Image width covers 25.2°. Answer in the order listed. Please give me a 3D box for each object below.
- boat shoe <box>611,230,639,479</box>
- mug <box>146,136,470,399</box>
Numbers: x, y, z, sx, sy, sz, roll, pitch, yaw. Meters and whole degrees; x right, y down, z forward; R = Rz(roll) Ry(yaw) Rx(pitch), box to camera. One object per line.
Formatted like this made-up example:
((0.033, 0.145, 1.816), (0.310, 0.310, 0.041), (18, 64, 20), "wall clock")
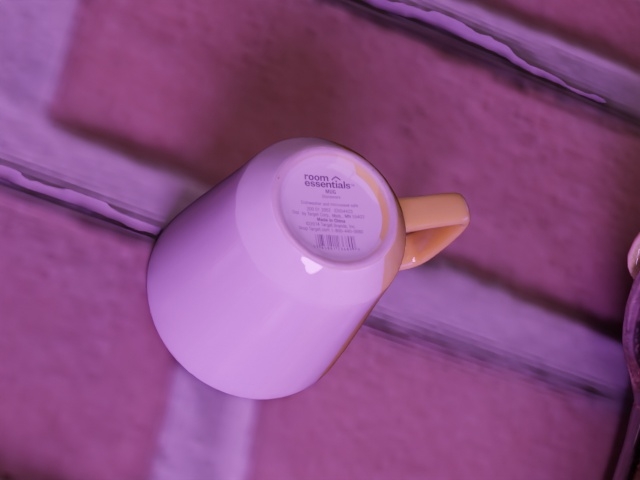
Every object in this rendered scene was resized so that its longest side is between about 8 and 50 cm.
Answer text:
((0.137, 0.036, 0.407), (0.096, 0.116, 0.324), (26, 65, -15), "boat shoe")
((-0.004, -0.001, 0.387), (0.062, 0.064, 0.078), (44, 57, 0), "mug")
